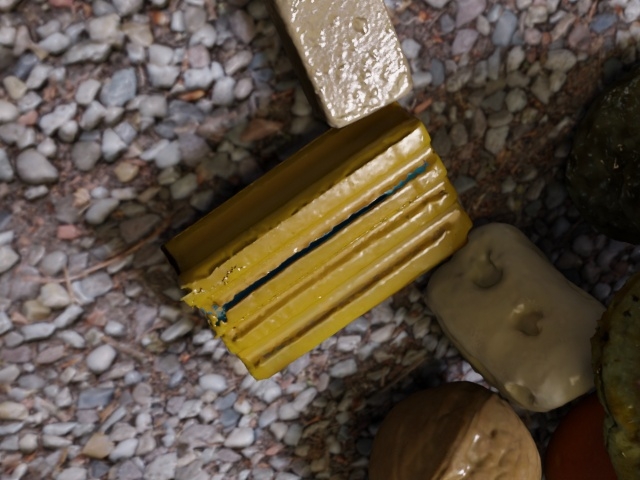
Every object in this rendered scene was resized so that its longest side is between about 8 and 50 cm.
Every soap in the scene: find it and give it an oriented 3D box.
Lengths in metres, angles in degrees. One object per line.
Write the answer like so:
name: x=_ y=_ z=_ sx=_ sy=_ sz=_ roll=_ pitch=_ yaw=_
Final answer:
soap: x=-0.001 y=0.000 z=1.250 sx=0.324 sy=0.096 sz=0.204 roll=-34 pitch=132 yaw=-3

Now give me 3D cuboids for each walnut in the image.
walnut: x=0.171 y=0.299 z=1.412 sx=0.228 sy=0.228 sz=0.228 roll=-10 pitch=119 yaw=-18

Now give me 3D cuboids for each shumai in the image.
shumai: x=0.444 y=-0.092 z=1.335 sx=0.189 sy=0.218 sz=0.256 roll=14 pitch=110 yaw=-37

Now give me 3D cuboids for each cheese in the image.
cheese: x=0.285 y=0.131 z=1.379 sx=0.174 sy=0.251 sz=0.248 roll=-49 pitch=136 yaw=0

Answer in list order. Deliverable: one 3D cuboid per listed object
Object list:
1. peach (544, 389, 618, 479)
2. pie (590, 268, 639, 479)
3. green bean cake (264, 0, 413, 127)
peach: x=0.473 y=0.346 z=1.494 sx=0.301 sy=0.343 sz=0.343 roll=-26 pitch=123 yaw=-4
pie: x=0.501 y=0.127 z=1.254 sx=0.418 sy=0.180 sz=0.395 roll=-24 pitch=114 yaw=-29
green bean cake: x=0.017 y=-0.219 z=1.163 sx=0.109 sy=0.085 sz=0.179 roll=-29 pitch=122 yaw=-4
